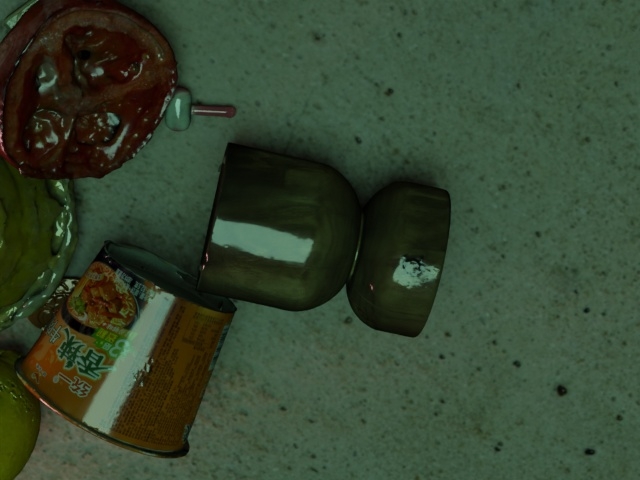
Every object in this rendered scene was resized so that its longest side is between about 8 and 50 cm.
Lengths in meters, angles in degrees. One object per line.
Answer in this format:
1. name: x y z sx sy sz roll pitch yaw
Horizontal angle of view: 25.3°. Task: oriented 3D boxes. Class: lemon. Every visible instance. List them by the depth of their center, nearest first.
1. lemon: -0.424 0.219 1.718 0.173 0.173 0.206 31 85 -11

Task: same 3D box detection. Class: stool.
1. stool: 0.000 0.000 1.647 0.264 0.179 0.179 12 108 -5

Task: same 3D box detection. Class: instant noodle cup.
1. instant noodle cup: -0.217 0.120 1.671 0.230 0.230 0.182 27 98 -10

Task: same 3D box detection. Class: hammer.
1. hammer: -0.140 -0.153 1.670 0.083 0.031 0.052 2 113 -9

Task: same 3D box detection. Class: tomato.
1. tomato: -0.281 -0.179 1.591 0.228 0.101 0.228 -24 131 -31

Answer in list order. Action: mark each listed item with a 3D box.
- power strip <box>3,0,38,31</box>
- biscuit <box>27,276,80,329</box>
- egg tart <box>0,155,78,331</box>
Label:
1. power strip: -0.297 -0.264 1.624 0.123 0.032 0.056 -35 108 9
2. biscuit: -0.317 0.083 1.753 0.091 0.015 0.078 -11 109 3
3. egg tart: -0.472 -0.030 1.639 0.388 0.169 0.388 -2 110 -6
